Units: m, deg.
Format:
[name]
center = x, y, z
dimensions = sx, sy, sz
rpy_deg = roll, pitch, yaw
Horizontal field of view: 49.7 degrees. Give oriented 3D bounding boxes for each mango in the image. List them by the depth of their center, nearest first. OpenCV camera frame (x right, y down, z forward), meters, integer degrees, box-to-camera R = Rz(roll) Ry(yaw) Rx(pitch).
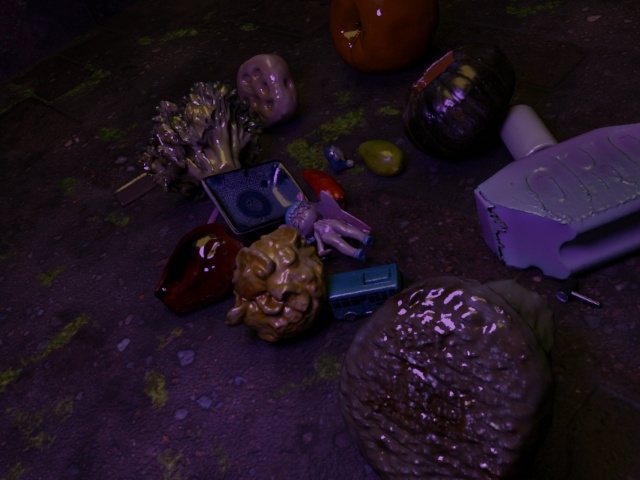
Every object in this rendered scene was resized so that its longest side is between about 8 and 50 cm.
[mango]
center = 0.151, -0.221, 1.800
dimensions = 0.091, 0.074, 0.165
rpy_deg = -39, 43, -18

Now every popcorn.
[popcorn]
center = -0.094, 0.092, 1.428
dimensions = 0.216, 0.235, 0.181
rpy_deg = -5, 24, -15

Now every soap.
[soap]
center = 0.560, -0.090, 1.420
dimensions = 0.446, 0.156, 0.261
rpy_deg = -22, 40, 0

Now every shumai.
[shumai]
center = 0.243, 0.215, 1.134
dimensions = 0.324, 0.398, 0.323
rpy_deg = 36, 32, 24

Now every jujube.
[jujube]
center = -0.278, 0.070, 1.600
dimensions = 0.236, 0.168, 0.168
rpy_deg = -43, 42, 0

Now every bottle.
[bottle]
center = 0.494, -0.253, 1.669
dimensions = 0.104, 0.104, 0.245
rpy_deg = -17, 40, 4

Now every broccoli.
[broccoli]
center = -0.312, -0.255, 1.835
dimensions = 0.334, 0.324, 0.272
rpy_deg = -35, 24, -2

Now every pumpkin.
[pumpkin]
center = 0.340, -0.352, 1.727
dimensions = 0.320, 0.192, 0.320
rpy_deg = -40, 17, 15

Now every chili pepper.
[chili pepper]
center = 0.014, -0.130, 1.771
dimensions = 0.071, 0.063, 0.272
rpy_deg = -16, 36, -14

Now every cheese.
[cheese]
center = -0.154, -0.443, 2.083
dimensions = 0.117, 0.235, 0.218
rpy_deg = -26, 61, -38

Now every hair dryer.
[hair dryer]
center = 0.501, 0.105, 1.326
dimensions = 0.083, 0.026, 0.047
rpy_deg = 26, 59, 37

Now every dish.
[dish]
center = -0.163, -0.094, 1.734
dimensions = 0.243, 0.080, 0.182
rpy_deg = -19, 64, -36

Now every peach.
[peach]
center = 0.202, -0.679, 2.112
dimensions = 0.301, 0.343, 0.342
rpy_deg = -19, 34, -35

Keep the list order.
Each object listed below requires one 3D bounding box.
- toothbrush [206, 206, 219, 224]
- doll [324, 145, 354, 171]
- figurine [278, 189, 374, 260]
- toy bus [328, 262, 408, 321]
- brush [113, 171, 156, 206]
[toothbrush]
center = -0.297, -0.028, 1.816
dimensions = 0.025, 0.020, 0.287
rpy_deg = -6, 42, 26
[doll]
center = 0.041, -0.224, 1.860
dimensions = 0.050, 0.076, 0.083
rpy_deg = -47, 42, 22
[figurine]
center = 0.010, -0.003, 1.615
dimensions = 0.260, 0.102, 0.205
rpy_deg = 25, 94, 39
[toy bus]
center = 0.099, 0.105, 1.441
dimensions = 0.160, 0.092, 0.079
rpy_deg = -10, 42, 12
[brush]
center = -0.488, -0.200, 2.064
dimensions = 0.282, 0.054, 0.048
rpy_deg = -37, 34, -19
